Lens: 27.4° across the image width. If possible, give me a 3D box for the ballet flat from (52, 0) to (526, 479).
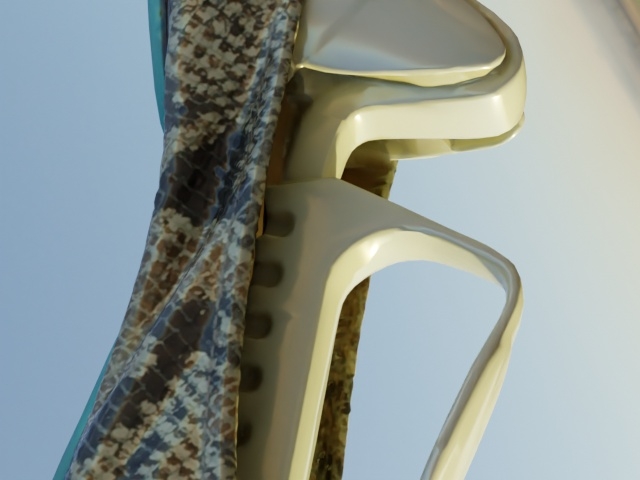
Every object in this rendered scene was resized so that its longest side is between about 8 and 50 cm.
[{"bbox_3d":[0.000,0.000,0.554,0.164,0.182,0.482,45,-132,-56],"label":"ballet flat"}]
